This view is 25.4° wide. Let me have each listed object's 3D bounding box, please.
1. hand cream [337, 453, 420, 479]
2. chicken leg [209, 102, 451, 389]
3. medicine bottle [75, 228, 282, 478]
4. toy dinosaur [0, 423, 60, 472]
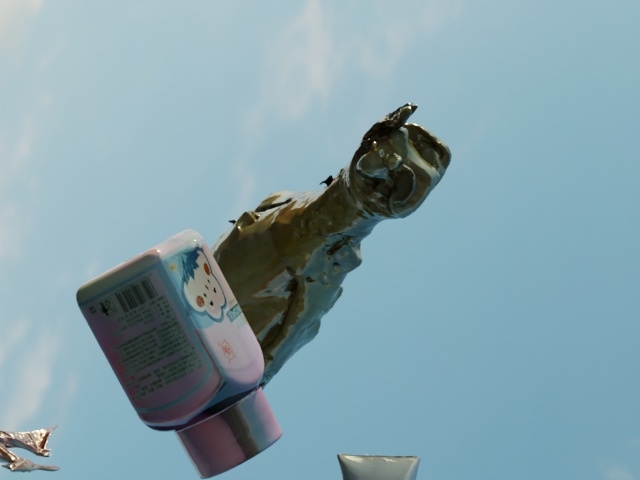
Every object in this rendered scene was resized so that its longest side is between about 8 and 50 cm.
[{"bbox_3d":[0.045,0.243,1.051,0.043,0.065,0.171,114,-23,-66],"label":"hand cream"},{"bbox_3d":[0.000,0.000,1.458,0.429,0.152,0.201,-42,-155,48],"label":"chicken leg"},{"bbox_3d":[-0.109,0.096,1.172,0.094,0.119,0.188,-27,-87,16],"label":"medicine bottle"},{"bbox_3d":[-0.324,0.209,1.410,0.108,0.220,0.032,30,-68,12],"label":"toy dinosaur"}]
